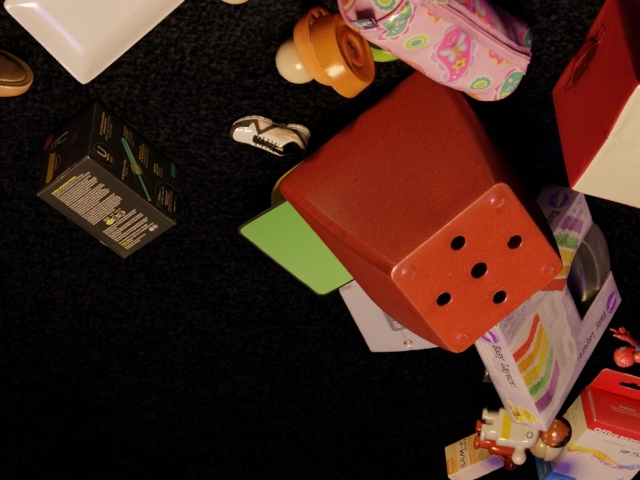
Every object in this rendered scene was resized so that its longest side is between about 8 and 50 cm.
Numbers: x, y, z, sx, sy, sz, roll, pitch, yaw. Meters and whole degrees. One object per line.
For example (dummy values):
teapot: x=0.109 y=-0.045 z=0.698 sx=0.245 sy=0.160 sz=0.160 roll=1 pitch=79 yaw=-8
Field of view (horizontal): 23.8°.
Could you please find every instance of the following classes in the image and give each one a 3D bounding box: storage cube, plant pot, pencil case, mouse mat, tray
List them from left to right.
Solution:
tray: x=-0.247 y=-0.317 z=1.836 sx=0.270 sy=0.030 sz=0.145 roll=-35 pitch=110 yaw=28
mouse mat: x=0.000 y=0.000 z=2.078 sx=0.152 sy=0.007 sz=0.189 roll=-29 pitch=132 yaw=27
pencil case: x=0.140 y=-0.259 z=1.797 sx=0.124 sy=0.124 sz=0.284 roll=-32 pitch=148 yaw=26
plant pot: x=0.153 y=-0.019 z=1.945 sx=0.267 sy=0.236 sz=0.267 roll=-39 pitch=126 yaw=2
storage cube: x=0.423 y=-0.166 z=1.898 sx=0.215 sy=0.193 sz=0.184 roll=15 pitch=132 yaw=-14

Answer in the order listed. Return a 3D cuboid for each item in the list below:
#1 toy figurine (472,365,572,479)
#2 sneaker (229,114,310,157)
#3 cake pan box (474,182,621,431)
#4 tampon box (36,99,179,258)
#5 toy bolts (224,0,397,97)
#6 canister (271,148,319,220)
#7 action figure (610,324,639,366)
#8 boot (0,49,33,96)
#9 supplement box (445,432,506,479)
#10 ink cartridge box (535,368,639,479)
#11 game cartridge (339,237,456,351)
toy figurine: x=0.314 y=0.297 z=2.322 sx=0.148 sy=0.213 sz=0.210 roll=7 pitch=121 yaw=5
sneaker: x=-0.067 y=-0.137 z=2.019 sx=0.109 sy=0.044 sz=0.040 roll=6 pitch=135 yaw=-4
cake pan box: x=0.315 y=0.090 z=2.115 sx=0.070 sy=0.267 sz=0.246 roll=14 pitch=145 yaw=36
tampon box: x=-0.280 y=-0.080 z=2.016 sx=0.101 sy=0.120 sz=0.161 roll=-33 pitch=126 yaw=26
toy bolts: x=-0.034 y=-0.263 z=1.809 sx=0.158 sy=0.218 sz=0.228 roll=-22 pitch=113 yaw=28
canister: x=0.035 y=-0.042 z=2.092 sx=0.126 sy=0.073 sz=0.170 roll=-34 pitch=127 yaw=29
action figure: x=0.545 y=0.115 z=2.254 sx=0.280 sy=0.139 sz=0.091 roll=-18 pitch=132 yaw=-15
boot: x=-0.459 y=-0.174 z=1.959 sx=0.197 sy=0.073 sz=0.152 roll=9 pitch=133 yaw=7
supplement box: x=0.255 y=0.351 z=2.480 sx=0.098 sy=0.062 sz=0.036 roll=-30 pitch=128 yaw=24
ink cartridge box: x=0.458 y=0.316 z=2.440 sx=0.134 sy=0.078 sz=0.231 roll=16 pitch=131 yaw=-16
game cartridge: x=0.187 y=0.069 z=2.217 sx=0.294 sy=0.060 sz=0.196 roll=-15 pitch=129 yaw=13
